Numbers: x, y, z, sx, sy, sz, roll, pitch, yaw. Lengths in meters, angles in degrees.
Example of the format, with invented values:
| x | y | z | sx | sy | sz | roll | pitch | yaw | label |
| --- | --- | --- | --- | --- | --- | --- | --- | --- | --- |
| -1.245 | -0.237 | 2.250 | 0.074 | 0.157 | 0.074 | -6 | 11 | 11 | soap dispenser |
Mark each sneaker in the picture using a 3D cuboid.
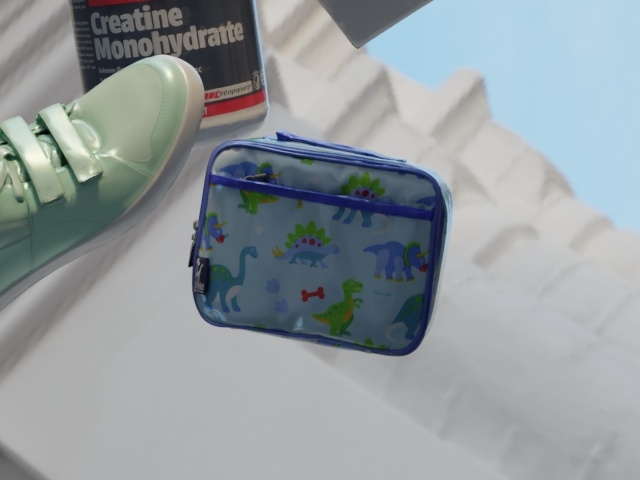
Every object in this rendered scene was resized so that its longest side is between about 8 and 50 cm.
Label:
| x | y | z | sx | sy | sz | roll | pitch | yaw | label |
| --- | --- | --- | --- | --- | --- | --- | --- | --- | --- |
| -0.196 | -0.051 | 0.973 | 0.256 | 0.094 | 0.151 | -41 | -35 | -2 | sneaker |

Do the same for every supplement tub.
| x | y | z | sx | sy | sz | roll | pitch | yaw | label |
| --- | --- | --- | --- | --- | --- | --- | --- | --- | --- |
| -0.160 | -0.235 | 1.548 | 0.191 | 0.191 | 0.272 | -22 | -70 | -48 | supplement tub |

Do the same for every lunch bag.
| x | y | z | sx | sy | sz | roll | pitch | yaw | label |
| --- | --- | --- | --- | --- | --- | --- | --- | --- | --- |
| 0.000 | 0.000 | 1.323 | 0.090 | 0.219 | 0.176 | -25 | -54 | -77 | lunch bag |

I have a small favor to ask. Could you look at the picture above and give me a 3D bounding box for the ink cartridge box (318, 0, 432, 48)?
| x | y | z | sx | sy | sz | roll | pitch | yaw | label |
| --- | --- | --- | --- | --- | --- | --- | --- | --- | --- |
| 0.106 | -0.310 | 1.105 | 0.306 | 0.226 | 0.131 | -32 | -57 | 15 | ink cartridge box |
